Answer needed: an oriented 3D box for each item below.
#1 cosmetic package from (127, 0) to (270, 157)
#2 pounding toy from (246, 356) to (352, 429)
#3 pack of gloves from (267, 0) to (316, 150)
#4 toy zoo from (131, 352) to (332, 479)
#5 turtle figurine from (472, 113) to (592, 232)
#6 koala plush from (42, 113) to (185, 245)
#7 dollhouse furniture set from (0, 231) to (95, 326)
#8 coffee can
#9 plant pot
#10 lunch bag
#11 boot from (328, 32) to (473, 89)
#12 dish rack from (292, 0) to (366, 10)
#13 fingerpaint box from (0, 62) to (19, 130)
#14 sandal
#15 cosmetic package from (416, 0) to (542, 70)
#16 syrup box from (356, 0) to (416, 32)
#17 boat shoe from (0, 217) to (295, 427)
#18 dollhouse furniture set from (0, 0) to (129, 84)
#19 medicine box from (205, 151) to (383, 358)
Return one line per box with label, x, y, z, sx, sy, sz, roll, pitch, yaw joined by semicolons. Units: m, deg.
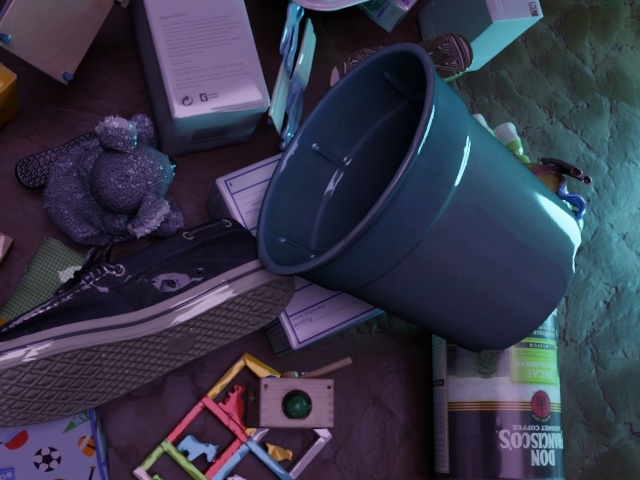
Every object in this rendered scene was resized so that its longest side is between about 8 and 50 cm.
cosmetic package;-0.211;-0.347;1.420;0.156;0.217;0.384;-11;83;-16
pounding toy;-0.033;0.228;1.344;0.130;0.141;0.100;3;76;-14
pack of gloves;-0.060;-0.268;1.462;0.046;0.195;0.232;7;75;11
toy zoo;-0.117;0.311;1.396;0.192;0.030;0.293;44;71;-2
turtle figurine;0.309;-0.062;1.520;0.198;0.274;0.266;-16;58;-15
koala plush;-0.286;-0.080;1.312;0.203;0.221;0.196;-20;96;-26
dollhouse furniture set;-0.440;0.068;1.303;0.302;0.151;0.197;28;73;-7
coffee can;0.274;0.245;1.419;0.202;0.201;0.275;3;77;-13
plant pot;0.147;-0.028;1.222;0.334;0.341;0.341;33;71;-25
lunch bag;-0.448;0.320;1.250;0.303;0.115;0.243;-10;104;-14
boot;0.104;-0.230;1.445;0.236;0.269;0.089;-13;85;-13
dish rack;0.004;-0.507;1.482;0.286;0.072;0.333;-24;55;-30
fingerpaint box;-0.725;-0.225;1.285;0.445;0.163;0.371;39;69;-5
sandal;-0.388;-0.125;1.413;0.179;0.040;0.067;-19;92;-26
cosmetic package;0.263;-0.381;1.532;0.107;0.238;0.127;-11;81;-16
syrup box;0.169;-0.492;1.608;0.096;0.093;0.237;41;72;-3
boat shoe;-0.275;0.100;1.195;0.500;0.186;0.156;-22;60;-26
dollhouse furniture set;-0.463;-0.329;1.281;0.303;0.198;0.286;28;90;-43
medicine box;0.000;0.000;1.430;0.264;0.149;0.289;-23;85;-17
